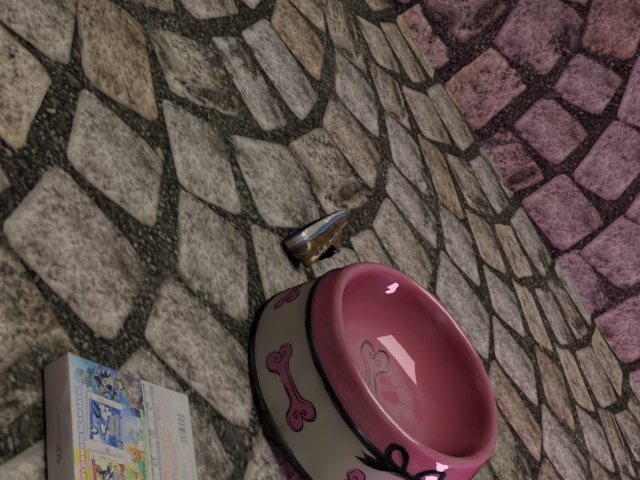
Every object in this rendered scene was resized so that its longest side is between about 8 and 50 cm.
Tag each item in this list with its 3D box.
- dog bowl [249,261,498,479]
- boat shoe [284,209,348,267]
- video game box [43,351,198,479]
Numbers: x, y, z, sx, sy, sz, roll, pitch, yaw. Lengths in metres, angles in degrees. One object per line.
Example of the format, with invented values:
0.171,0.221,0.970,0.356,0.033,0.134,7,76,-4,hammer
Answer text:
0.096,0.208,1.497,0.408,0.150,0.408,33,34,-26,dog bowl
0.000,0.000,1.733,0.183,0.066,0.066,-31,97,-56,boat shoe
-0.206,0.240,1.085,0.187,0.048,0.205,34,35,-48,video game box
